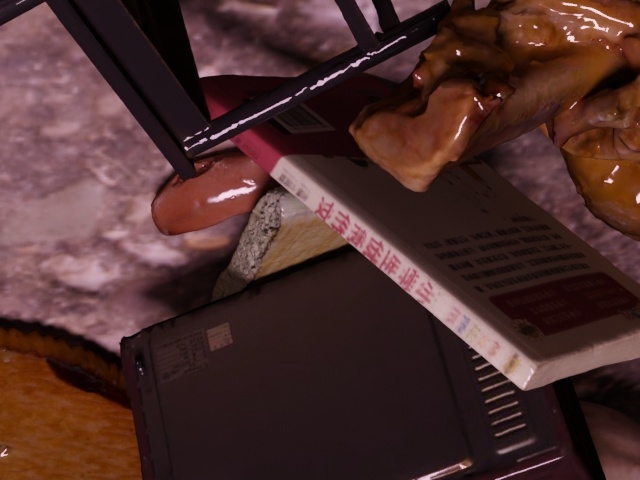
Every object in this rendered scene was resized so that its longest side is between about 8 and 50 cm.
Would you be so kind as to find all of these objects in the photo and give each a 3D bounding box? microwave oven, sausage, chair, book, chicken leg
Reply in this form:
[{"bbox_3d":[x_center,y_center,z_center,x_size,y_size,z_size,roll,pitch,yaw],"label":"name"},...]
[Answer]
[{"bbox_3d":[0.033,0.116,0.905,0.247,0.178,0.188,-21,149,11],"label":"microwave oven"},{"bbox_3d":[-0.009,-0.041,0.897,0.186,0.043,0.043,-15,137,-2],"label":"sausage"},{"bbox_3d":[-0.093,-0.121,0.708,0.260,0.154,0.141,-26,136,9],"label":"chair"},{"bbox_3d":[0.059,-0.014,0.773,0.162,0.232,0.022,-9,134,-53],"label":"book"},{"bbox_3d":[0.181,-0.075,0.766,0.409,0.182,0.295,-22,163,-32],"label":"chicken leg"}]

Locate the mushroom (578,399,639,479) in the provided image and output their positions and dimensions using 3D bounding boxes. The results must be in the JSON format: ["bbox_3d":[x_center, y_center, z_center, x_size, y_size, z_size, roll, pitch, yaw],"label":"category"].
[{"bbox_3d":[0.137,0.260,1.068,0.298,0.290,0.297,-10,138,-9],"label":"mushroom"}]

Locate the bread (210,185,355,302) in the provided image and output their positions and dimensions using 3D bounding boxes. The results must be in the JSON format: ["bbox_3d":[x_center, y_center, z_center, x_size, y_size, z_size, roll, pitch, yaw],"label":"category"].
[{"bbox_3d":[0.003,0.001,0.918,0.112,0.036,0.193,-11,162,-18],"label":"bread"}]

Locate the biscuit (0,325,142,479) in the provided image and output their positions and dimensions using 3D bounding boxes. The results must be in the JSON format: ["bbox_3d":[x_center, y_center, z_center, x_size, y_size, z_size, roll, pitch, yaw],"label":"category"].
[{"bbox_3d":[-0.250,0.159,1.039,0.305,0.038,0.305,-8,135,-8],"label":"biscuit"}]
